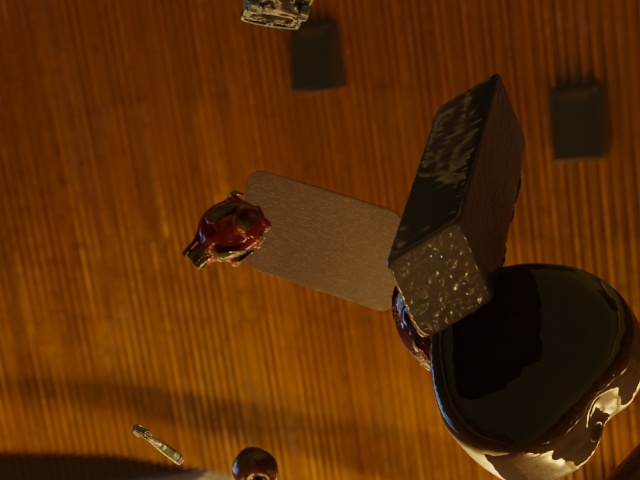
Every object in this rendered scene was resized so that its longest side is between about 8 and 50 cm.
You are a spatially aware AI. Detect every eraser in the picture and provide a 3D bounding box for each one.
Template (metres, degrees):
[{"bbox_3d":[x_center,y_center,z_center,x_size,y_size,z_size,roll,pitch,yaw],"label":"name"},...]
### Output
[{"bbox_3d":[0.156,-0.045,1.411,0.077,0.111,0.352,-13,-149,26],"label":"eraser"}]

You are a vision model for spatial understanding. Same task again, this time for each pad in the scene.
[{"bbox_3d":[0.000,0.000,1.937,0.266,0.176,0.002,18,-148,22],"label":"pad"}]

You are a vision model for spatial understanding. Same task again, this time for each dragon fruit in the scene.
[{"bbox_3d":[-0.122,-0.006,1.637,0.116,0.081,0.086,-34,-151,-2],"label":"dragon fruit"},{"bbox_3d":[0.136,0.112,1.803,0.127,0.121,0.161,27,170,-20],"label":"dragon fruit"}]

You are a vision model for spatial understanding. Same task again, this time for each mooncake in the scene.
[{"bbox_3d":[0.224,0.135,1.392,0.234,0.117,0.235,-15,-126,22],"label":"mooncake"}]

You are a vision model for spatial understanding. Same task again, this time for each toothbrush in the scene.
[{"bbox_3d":[-0.244,0.314,1.966,0.024,0.018,0.257,25,166,15],"label":"toothbrush"}]

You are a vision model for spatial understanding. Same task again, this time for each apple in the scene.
[{"bbox_3d":[-0.115,0.407,2.286,0.084,0.084,0.071,-8,-151,0],"label":"apple"}]

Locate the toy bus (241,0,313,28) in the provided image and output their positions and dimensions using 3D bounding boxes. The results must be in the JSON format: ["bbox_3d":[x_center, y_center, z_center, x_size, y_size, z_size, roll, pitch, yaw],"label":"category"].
[{"bbox_3d":[-0.043,-0.336,1.604,0.088,0.101,0.175,6,165,-13],"label":"toy bus"}]

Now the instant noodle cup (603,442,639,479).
[{"bbox_3d":[0.532,0.374,1.887,0.182,0.230,0.230,-38,-164,0],"label":"instant noodle cup"}]
